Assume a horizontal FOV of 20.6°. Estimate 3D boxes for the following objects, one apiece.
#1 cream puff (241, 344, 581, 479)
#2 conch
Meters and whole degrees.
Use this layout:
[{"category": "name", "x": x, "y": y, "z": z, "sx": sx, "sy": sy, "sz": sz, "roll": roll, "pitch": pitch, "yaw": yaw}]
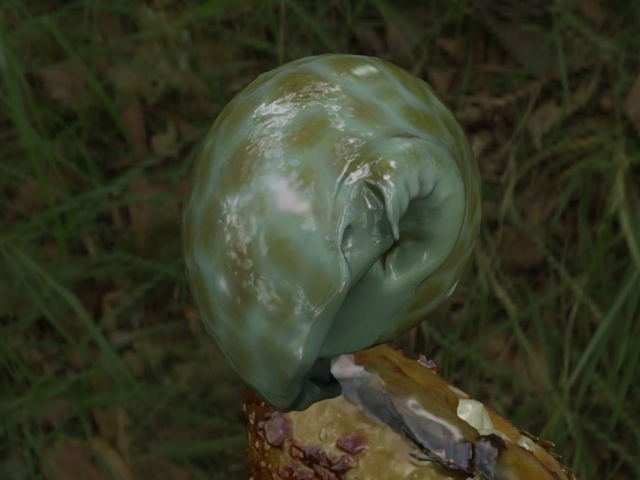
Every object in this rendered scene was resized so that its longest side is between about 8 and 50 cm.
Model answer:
[{"category": "cream puff", "x": 0.051, "y": 0.158, "z": 1.134, "sx": 0.240, "sy": 0.240, "sz": 0.164, "roll": 42, "pitch": 94, "yaw": 20}, {"category": "conch", "x": -0.001, "y": -0.008, "z": 0.603, "sx": 0.106, "sy": 0.116, "sz": 0.173, "roll": 20, "pitch": 21, "yaw": 9}]
